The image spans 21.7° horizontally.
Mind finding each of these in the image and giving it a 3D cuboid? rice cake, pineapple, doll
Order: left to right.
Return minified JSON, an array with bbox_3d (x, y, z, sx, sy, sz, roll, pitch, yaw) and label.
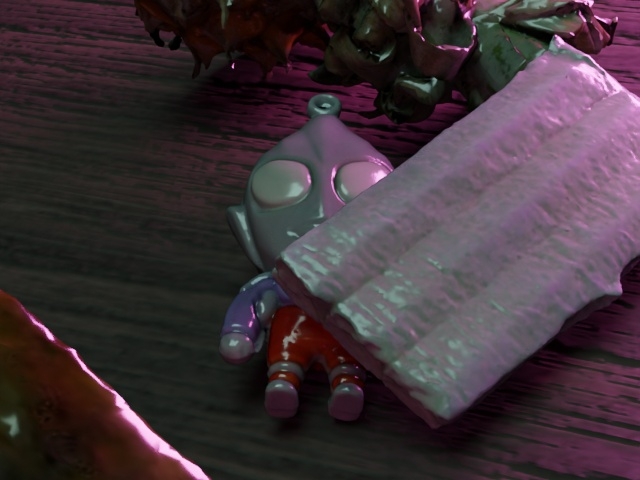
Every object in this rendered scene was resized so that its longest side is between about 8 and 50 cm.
[{"bbox_3d":[0.000,0.000,0.867,0.102,0.075,0.228,5,46,0],"label":"doll"},{"bbox_3d":[0.048,-0.162,0.993,0.262,0.262,0.271,-33,55,-27],"label":"pineapple"},{"bbox_3d":[0.096,-0.009,0.825,0.127,0.043,0.237,43,58,13],"label":"rice cake"}]

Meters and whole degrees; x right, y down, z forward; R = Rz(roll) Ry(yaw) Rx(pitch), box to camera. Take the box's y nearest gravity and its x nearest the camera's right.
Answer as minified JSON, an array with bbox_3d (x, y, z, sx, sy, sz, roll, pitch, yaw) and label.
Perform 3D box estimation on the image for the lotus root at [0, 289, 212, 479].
[{"bbox_3d":[-0.121,0.142,0.524,0.267,0.260,0.149,6,39,28],"label":"lotus root"}]
